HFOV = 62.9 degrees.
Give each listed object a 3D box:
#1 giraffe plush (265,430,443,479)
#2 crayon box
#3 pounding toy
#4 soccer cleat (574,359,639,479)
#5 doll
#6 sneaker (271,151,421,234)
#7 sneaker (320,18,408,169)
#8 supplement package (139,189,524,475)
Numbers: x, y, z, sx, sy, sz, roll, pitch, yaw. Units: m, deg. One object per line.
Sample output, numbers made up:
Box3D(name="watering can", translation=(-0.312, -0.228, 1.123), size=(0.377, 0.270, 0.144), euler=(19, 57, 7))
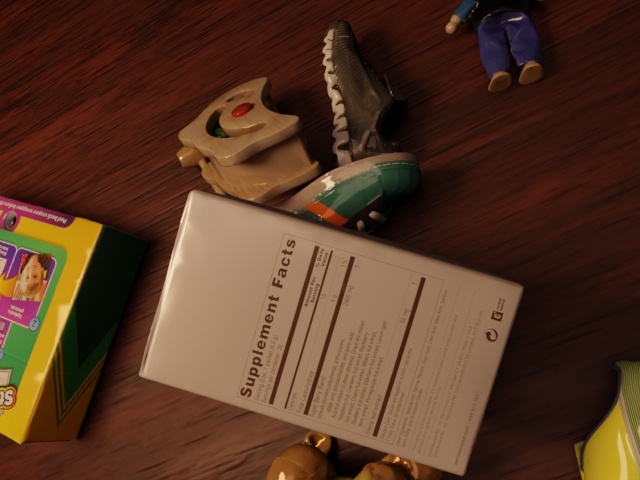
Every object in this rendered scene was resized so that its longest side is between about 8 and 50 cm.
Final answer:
Box3D(name="giraffe plush", translation=(0.011, 0.281, 0.558), size=(0.171, 0.182, 0.210), euler=(27, 121, 36))
Box3D(name="crayon box", translation=(-0.486, 0.098, 0.822), size=(0.363, 0.106, 0.312), euler=(13, 81, 25))
Box3D(name="pounding toy", translation=(-0.087, -0.119, 0.729), size=(0.154, 0.154, 0.270), euler=(-39, 38, -17))
Box3D(name="soccer cleat", translation=(0.290, 0.253, 0.490), size=(0.121, 0.094, 0.288), euler=(14, 84, 55))
Box3D(name="doll", translation=(0.229, -0.288, 0.679), size=(0.129, 0.046, 0.188), euler=(-11, 71, 18))
Box3D(name="sneaker", translation=(0.000, 0.000, 0.662), size=(0.302, 0.108, 0.120), euler=(-27, 75, 15))
Box3D(name="sneaker", translation=(0.063, -0.195, 0.705), size=(0.106, 0.078, 0.234), euler=(-9, 75, 16))
Box3D(name="supplement package", translation=(0.010, 0.074, 0.523), size=(0.293, 0.177, 0.175), euler=(17, 94, 3))
